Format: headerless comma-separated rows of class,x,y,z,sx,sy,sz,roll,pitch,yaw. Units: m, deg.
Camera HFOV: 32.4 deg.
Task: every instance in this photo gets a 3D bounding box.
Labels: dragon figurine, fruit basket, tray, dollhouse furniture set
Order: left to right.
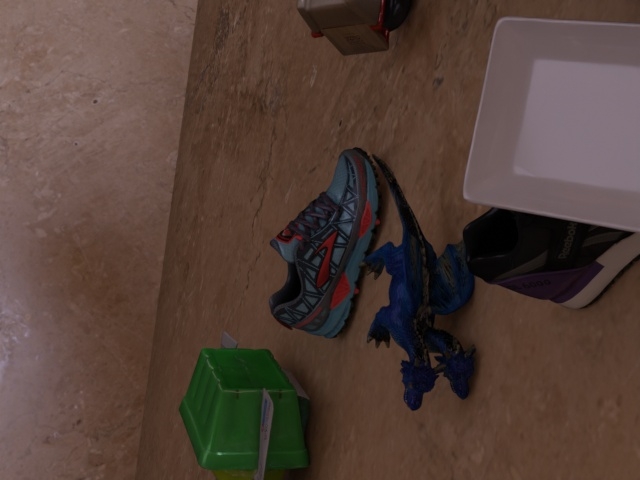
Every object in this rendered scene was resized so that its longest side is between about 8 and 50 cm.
fruit basket,-0.108,0.345,1.608,0.327,0.165,0.353,-141,48,-71
dollhouse furniture set,0.041,-0.390,1.443,0.262,0.135,0.259,-2,73,27
dragon figurine,0.108,0.038,1.167,0.144,0.085,0.289,152,123,-65
tray,0.231,-0.076,0.768,0.270,0.030,0.145,13,92,39

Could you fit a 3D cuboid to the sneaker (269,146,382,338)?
sneaker,0.000,0.000,1.461,0.104,0.125,0.262,-148,70,-71

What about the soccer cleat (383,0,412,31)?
soccer cleat,0.081,-0.423,1.553,0.116,0.109,0.318,33,-137,-63

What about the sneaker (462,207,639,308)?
sneaker,0.208,-0.046,0.853,0.283,0.124,0.107,119,155,-43
